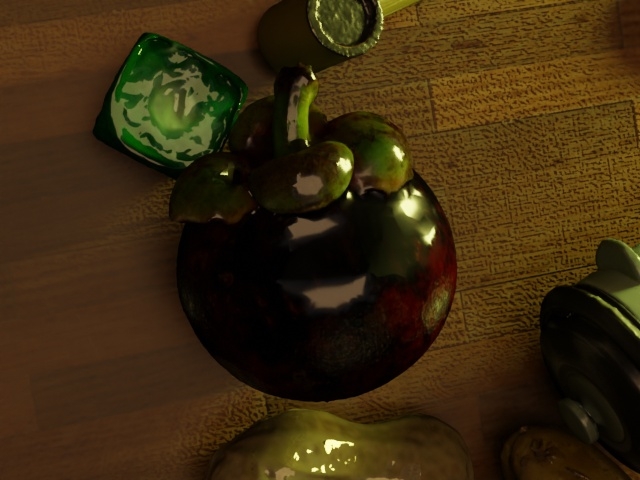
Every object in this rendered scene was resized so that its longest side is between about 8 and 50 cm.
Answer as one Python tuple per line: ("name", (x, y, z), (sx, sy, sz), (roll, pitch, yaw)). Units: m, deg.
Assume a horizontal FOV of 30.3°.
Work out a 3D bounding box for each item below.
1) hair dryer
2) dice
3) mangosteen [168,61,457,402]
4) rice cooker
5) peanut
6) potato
("hair dryer", (0.068, -0.266, 1.304), (0.279, 0.135, 0.090), (-29, 98, -27))
("dice", (-0.158, -0.136, 1.246), (0.131, 0.120, 0.128), (27, 88, -10))
("mangosteen", (-0.005, 0.011, 1.200), (0.311, 0.311, 0.311), (-1, 93, -12))
("rice cooker", (0.391, 0.122, 1.307), (0.317, 0.264, 0.316), (-7, 108, -22))
("peanut", (0.024, 0.258, 1.300), (0.313, 0.149, 0.149), (3, 92, -15))
("potato", (0.317, 0.334, 1.328), (0.300, 0.173, 0.140), (46, 124, 10))
